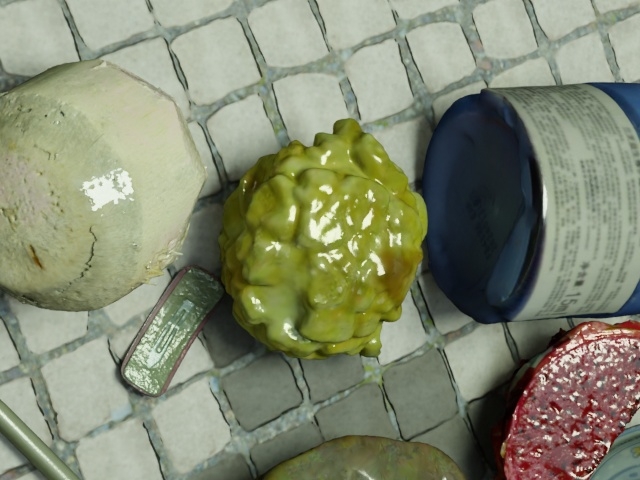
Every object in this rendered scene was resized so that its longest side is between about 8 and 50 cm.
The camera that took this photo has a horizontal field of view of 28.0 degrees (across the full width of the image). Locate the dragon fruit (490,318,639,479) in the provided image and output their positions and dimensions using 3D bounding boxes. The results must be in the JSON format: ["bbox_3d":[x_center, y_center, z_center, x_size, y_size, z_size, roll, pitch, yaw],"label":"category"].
[{"bbox_3d":[0.253,0.183,1.408,0.126,0.161,0.274,36,89,-2],"label":"dragon fruit"}]

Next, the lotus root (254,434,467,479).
[{"bbox_3d":[0.060,0.381,1.246,0.390,0.111,0.375,46,48,-6],"label":"lotus root"}]

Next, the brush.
[{"bbox_3d":[-0.236,0.245,1.237,0.042,0.039,0.299,-46,107,-15],"label":"brush"}]

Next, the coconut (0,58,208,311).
[{"bbox_3d":[-0.207,-0.056,1.149,0.234,0.224,0.224,-29,106,-56],"label":"coconut"}]

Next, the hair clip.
[{"bbox_3d":[-0.147,0.090,1.278,0.054,0.022,0.137,35,78,-20],"label":"hair clip"}]

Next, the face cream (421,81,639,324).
[{"bbox_3d":[0.248,-0.040,1.325,0.225,0.249,0.249,-2,92,-24],"label":"face cream"}]

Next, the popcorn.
[{"bbox_3d":[0.009,0.005,1.259,0.216,0.181,0.235,28,86,-24],"label":"popcorn"}]

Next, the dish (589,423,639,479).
[{"bbox_3d":[0.409,0.328,1.470,0.273,0.134,0.273,2,96,16],"label":"dish"}]
